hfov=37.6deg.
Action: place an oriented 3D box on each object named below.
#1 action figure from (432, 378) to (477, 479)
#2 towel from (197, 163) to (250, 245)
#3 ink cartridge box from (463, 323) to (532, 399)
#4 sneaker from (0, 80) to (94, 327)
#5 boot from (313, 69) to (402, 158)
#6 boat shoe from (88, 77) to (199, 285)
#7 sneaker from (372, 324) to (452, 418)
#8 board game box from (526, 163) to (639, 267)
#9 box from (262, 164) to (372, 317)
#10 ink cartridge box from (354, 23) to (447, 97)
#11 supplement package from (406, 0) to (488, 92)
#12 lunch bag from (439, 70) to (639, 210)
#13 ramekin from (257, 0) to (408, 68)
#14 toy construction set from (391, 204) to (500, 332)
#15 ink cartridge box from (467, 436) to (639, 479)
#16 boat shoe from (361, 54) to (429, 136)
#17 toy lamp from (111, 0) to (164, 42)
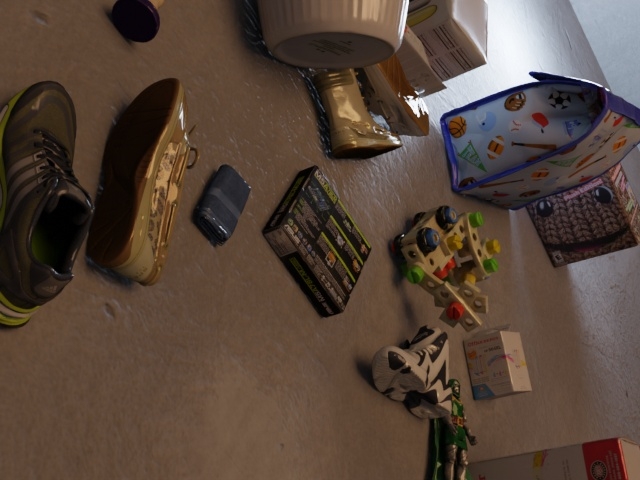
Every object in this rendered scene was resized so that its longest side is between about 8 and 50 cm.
[{"bbox_3d":[0.246,0.363,1.733,0.137,0.063,0.232,33,45,-40],"label":"action figure"},{"bbox_3d":[-0.145,-0.054,1.387,0.067,0.029,0.119,51,39,-29],"label":"towel"},{"bbox_3d":[0.360,0.247,1.926,0.090,0.092,0.143,10,64,-53],"label":"ink cartridge box"},{"bbox_3d":[-0.306,-0.054,1.062,0.111,0.121,0.300,28,52,-48],"label":"sneaker"},{"bbox_3d":[0.072,-0.238,1.760,0.213,0.077,0.165,-8,79,-57],"label":"boot"},{"bbox_3d":[-0.224,-0.081,1.229,0.089,0.105,0.285,40,54,-46],"label":"boat shoe"},{"bbox_3d":[0.164,0.203,1.658,0.235,0.094,0.153,39,43,-40],"label":"sneaker"},{"bbox_3d":[0.668,-0.110,2.432,0.291,0.232,0.141,61,34,-14],"label":"board game box"},{"bbox_3d":[0.000,0.000,1.562,0.190,0.045,0.184,55,34,-23],"label":"box"},{"bbox_3d":[0.147,-0.344,1.856,0.179,0.145,0.045,38,47,-41],"label":"ink cartridge box"},{"bbox_3d":[0.227,-0.444,1.972,0.149,0.203,0.194,41,43,-38],"label":"supplement package"},{"bbox_3d":[0.518,-0.239,2.134,0.328,0.385,0.239,6,70,-54],"label":"lunch bag"},{"bbox_3d":[0.022,-0.379,1.592,0.273,0.273,0.127,9,79,-54],"label":"ramekin"},{"bbox_3d":[0.251,0.048,1.830,0.215,0.151,0.327,63,23,-13],"label":"toy construction set"},{"bbox_3d":[0.440,0.498,1.720,0.131,0.306,0.226,22,57,-51],"label":"ink cartridge box"},{"bbox_3d":[0.122,-0.285,1.822,0.277,0.096,0.098,50,38,-47],"label":"boat shoe"},{"bbox_3d":[-0.222,-0.394,1.402,0.080,0.080,0.274,54,38,-25],"label":"toy lamp"}]
